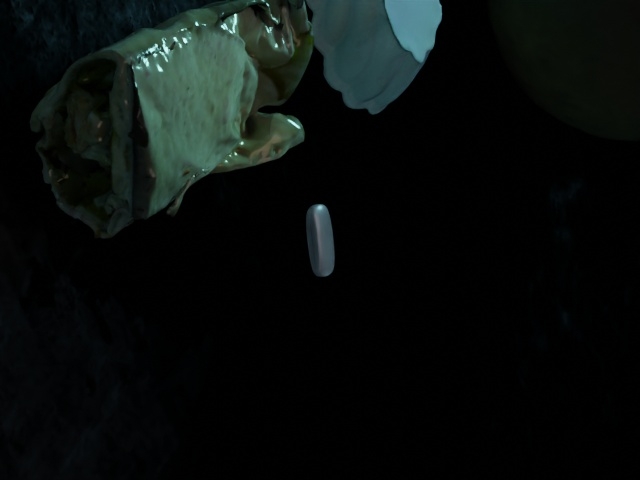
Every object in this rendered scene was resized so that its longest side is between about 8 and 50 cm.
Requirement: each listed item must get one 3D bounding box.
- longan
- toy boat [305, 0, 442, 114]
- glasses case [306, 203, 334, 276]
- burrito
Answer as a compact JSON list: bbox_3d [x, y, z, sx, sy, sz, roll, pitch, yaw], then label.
[{"bbox_3d":[0.398,-0.314,2.121,0.404,0.336,0.404,40,25,-24],"label":"longan"},{"bbox_3d":[0.066,-0.278,1.848,0.199,0.100,0.290,-62,138,-33],"label":"toy boat"},{"bbox_3d":[0.000,0.000,1.830,0.032,0.021,0.083,-22,109,-49],"label":"glasses case"},{"bbox_3d":[-0.131,-0.138,1.546,0.332,0.135,0.190,-33,126,-53],"label":"burrito"}]
